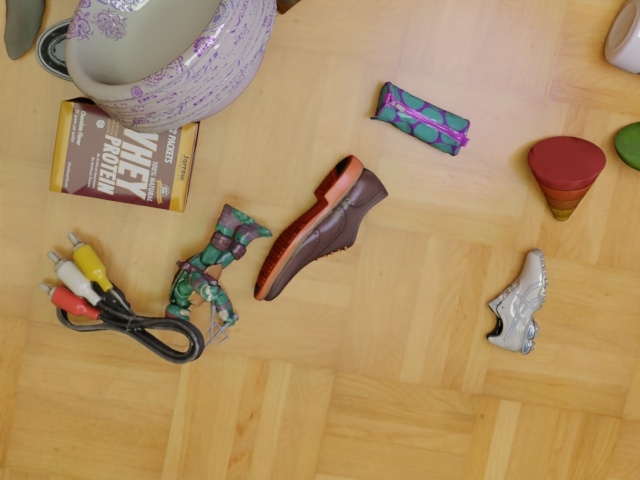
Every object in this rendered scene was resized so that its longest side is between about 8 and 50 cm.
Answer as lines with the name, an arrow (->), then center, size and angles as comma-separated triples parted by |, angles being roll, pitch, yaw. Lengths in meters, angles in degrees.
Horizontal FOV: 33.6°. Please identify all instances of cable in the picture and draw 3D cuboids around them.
cable -> -0.313, 0.118, 1.607 | 0.287, 0.072, 0.139 | 36, 103, 22

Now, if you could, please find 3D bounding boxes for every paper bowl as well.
paper bowl -> -0.186, -0.271, 1.410 | 0.284, 0.284, 0.148 | -44, 138, 3

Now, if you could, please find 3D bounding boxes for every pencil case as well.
pencil case -> 0.157, -0.188, 1.654 | 0.152, 0.070, 0.064 | 24, 96, -10

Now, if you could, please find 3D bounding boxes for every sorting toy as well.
sorting toy -> 0.509, -0.105, 1.705 | 0.365, 0.127, 0.126 | -10, 130, -7

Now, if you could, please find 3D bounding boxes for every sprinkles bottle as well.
sprinkles bottle -> 0.628, -0.266, 1.662 | 0.355, 0.121, 0.121 | 22, 97, -9

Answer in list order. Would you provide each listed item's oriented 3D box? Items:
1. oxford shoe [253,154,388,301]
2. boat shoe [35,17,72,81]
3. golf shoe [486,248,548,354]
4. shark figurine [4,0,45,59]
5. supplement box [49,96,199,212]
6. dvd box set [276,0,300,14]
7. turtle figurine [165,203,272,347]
oxford shoe -> 0.000, 0.000, 1.659 | 0.098, 0.097, 0.271 | 38, 94, -16
boat shoe -> -0.275, -0.278, 1.578 | 0.301, 0.102, 0.108 | 5, 99, -7
golf shoe -> 0.318, 0.096, 1.722 | 0.086, 0.069, 0.176 | 9, 97, -1
shark figurine -> -0.470, -0.421, 1.533 | 0.166, 0.116, 0.278 | -36, 103, 0
supplement box -> -0.281, -0.130, 1.556 | 0.191, 0.194, 0.129 | 9, 98, -7
dvd box set -> -0.113, -0.446, 1.406 | 0.062, 0.420, 0.307 | -43, 102, -1
turtle figurine -> -0.170, 0.065, 1.629 | 0.118, 0.175, 0.234 | 30, 87, 8
